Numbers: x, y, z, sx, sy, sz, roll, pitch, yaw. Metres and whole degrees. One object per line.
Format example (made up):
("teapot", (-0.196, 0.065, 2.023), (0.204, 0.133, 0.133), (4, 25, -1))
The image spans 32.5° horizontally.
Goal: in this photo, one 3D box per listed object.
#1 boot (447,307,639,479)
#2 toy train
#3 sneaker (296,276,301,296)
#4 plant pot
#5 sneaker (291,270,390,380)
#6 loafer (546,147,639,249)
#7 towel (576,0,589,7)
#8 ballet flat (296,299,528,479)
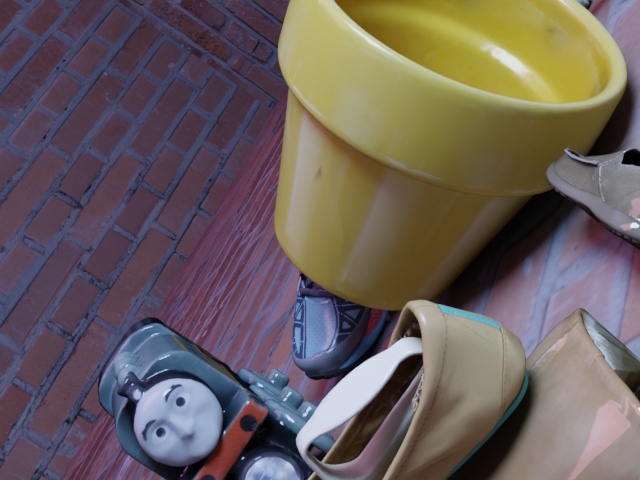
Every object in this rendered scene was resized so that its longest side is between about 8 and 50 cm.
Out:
("boot", (0.066, 0.146, 0.587), (0.269, 0.089, 0.236), (-54, 23, 15))
("toy train", (-0.106, 0.162, 0.990), (0.142, 0.190, 0.334), (-57, 11, -5))
("sneaker", (0.031, -0.009, 1.197), (0.221, 0.087, 0.128), (-57, 12, -17))
("plant pot", (0.074, -0.082, 0.870), (0.254, 0.254, 0.239), (-70, 2, -54))
("sneaker", (0.000, 0.000, 1.040), (0.104, 0.125, 0.261), (-11, 59, 38))
("loafer", (0.186, -0.030, 0.672), (0.050, 0.056, 0.148), (-53, 21, 9))
("towel", (0.215, -0.202, 1.137), (0.152, 0.023, 0.113), (-52, 10, 19))
("ballet flat", (0.006, 0.124, 0.530), (0.232, 0.073, 0.080), (-56, 26, 8))
